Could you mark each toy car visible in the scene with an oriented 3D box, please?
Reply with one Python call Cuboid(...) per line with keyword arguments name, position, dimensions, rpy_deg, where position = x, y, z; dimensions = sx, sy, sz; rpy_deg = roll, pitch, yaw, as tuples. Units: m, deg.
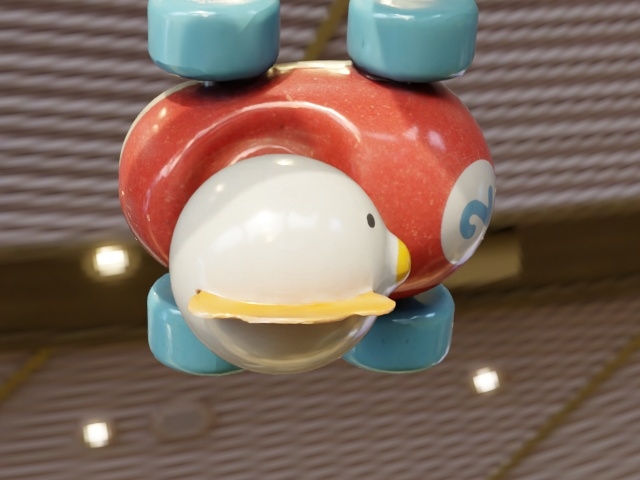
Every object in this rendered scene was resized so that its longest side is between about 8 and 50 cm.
Cuboid(name="toy car", position=(0.000, 0.000, 1.012), dimensions=(0.210, 0.238, 0.219), rpy_deg=(0, -65, -6))
